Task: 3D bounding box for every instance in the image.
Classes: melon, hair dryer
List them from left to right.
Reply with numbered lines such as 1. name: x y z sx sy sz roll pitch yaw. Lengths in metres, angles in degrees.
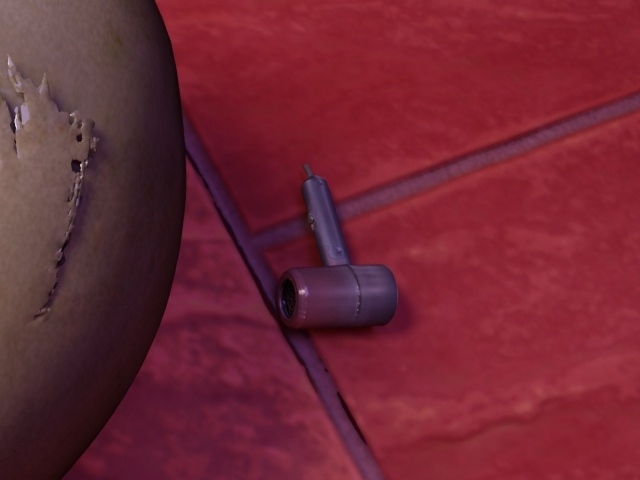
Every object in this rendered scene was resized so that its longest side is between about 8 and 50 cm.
1. melon: -0.190 -0.013 0.497 0.268 0.268 0.330 23 64 -14
2. hair dryer: 0.000 0.000 0.729 0.063 0.037 0.114 0 57 -25
